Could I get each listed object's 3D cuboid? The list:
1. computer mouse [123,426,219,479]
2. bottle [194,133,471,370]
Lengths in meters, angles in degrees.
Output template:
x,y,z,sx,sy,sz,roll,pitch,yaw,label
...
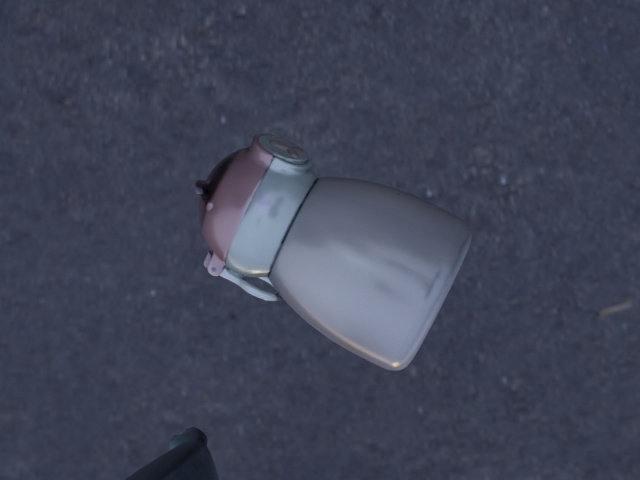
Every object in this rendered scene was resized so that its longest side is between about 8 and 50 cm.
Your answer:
x,y,z,sx,sy,sz,roll,pitch,yaw,label
-0.105,0.170,0.583,0.090,0.379,0.167,27,115,-5,computer mouse
0.000,0.000,1.299,0.236,0.147,0.147,27,132,3,bottle
